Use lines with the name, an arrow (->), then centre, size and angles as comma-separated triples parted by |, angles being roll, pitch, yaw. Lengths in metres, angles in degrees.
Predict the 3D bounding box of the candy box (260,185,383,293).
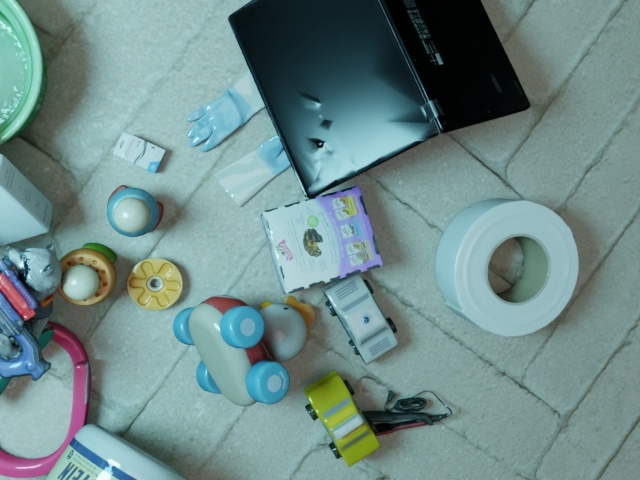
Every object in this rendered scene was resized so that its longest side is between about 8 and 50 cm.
candy box -> 0.000, 0.000, 1.191 | 0.196, 0.070, 0.164 | -15, 87, -11

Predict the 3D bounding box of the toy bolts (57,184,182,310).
toy bolts -> -0.333, 0.024, 1.084 | 0.218, 0.158, 0.228 | 21, 92, -15

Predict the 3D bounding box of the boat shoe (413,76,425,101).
boat shoe -> 0.186, -0.274, 1.205 | 0.305, 0.091, 0.109 | -33, 103, -8

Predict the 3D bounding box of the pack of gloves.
pack of gloves -> -0.124, -0.209, 1.165 | 0.232, 0.046, 0.195 | -40, 105, -6

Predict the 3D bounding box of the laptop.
laptop -> 0.114, -0.336, 1.154 | 0.408, 0.236, 0.381 | -20, 85, -35

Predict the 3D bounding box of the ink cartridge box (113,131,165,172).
ink cartridge box -> -0.333, -0.162, 1.128 | 0.083, 0.028, 0.048 | 24, 91, -15

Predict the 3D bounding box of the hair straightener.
hair straightener -> 0.167, 0.363, 1.301 | 0.231, 0.047, 0.088 | -4, 97, -7

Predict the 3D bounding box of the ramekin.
ramekin -> -0.596, -0.280, 0.989 | 0.304, 0.148, 0.303 | -2, 98, -13

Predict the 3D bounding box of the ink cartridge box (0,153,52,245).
ink cartridge box -> -0.619, -0.072, 0.938 | 0.297, 0.066, 0.261 | -16, 141, 8

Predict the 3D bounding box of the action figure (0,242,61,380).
action figure -> -0.572, 0.076, 0.982 | 0.330, 0.178, 0.341 | -22, 105, 6

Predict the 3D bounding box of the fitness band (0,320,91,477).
fitness band -> -0.535, 0.289, 1.129 | 0.209, 0.054, 0.290 | 6, 95, -11

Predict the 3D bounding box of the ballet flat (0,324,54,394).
ballet flat -> -0.545, 0.205, 1.062 | 0.070, 0.070, 0.188 | 43, 83, -15

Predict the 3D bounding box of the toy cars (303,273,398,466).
toy cars -> 0.067, 0.258, 1.223 | 0.177, 0.087, 0.393 | 11, 87, -8

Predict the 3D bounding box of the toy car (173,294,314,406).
toy car -> -0.111, 0.169, 1.165 | 0.238, 0.219, 0.210 | -32, 104, -38

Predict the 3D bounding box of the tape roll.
tape roll -> 0.390, 0.055, 1.292 | 0.286, 0.100, 0.286 | -2, 98, -14

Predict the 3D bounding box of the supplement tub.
supplement tub -> -0.398, 0.509, 1.047 | 0.235, 0.235, 0.324 | 37, 67, -15
